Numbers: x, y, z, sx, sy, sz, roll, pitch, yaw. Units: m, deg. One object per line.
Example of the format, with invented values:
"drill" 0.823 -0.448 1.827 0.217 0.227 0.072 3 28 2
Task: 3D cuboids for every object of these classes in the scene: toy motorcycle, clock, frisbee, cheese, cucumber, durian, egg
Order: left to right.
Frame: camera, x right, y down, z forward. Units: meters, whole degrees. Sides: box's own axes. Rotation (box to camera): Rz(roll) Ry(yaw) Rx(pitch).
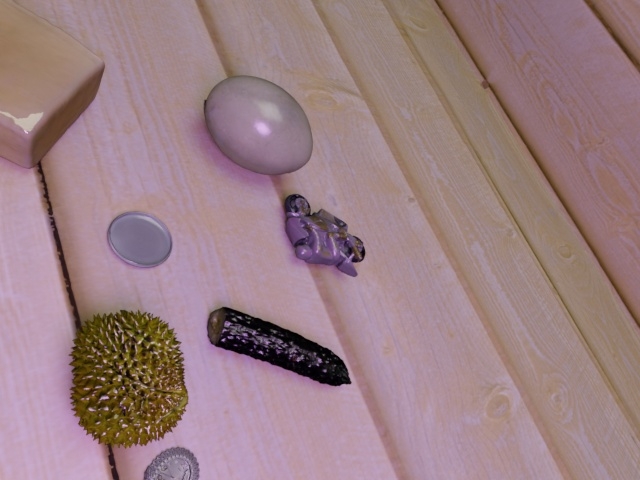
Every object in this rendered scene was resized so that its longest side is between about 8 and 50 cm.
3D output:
"cheese" -0.525 -0.277 0.766 0.265 0.124 0.243 31 49 -19
"durian" -0.258 0.175 0.638 0.146 0.159 0.198 -18 69 -34
"frisbee" -0.309 -0.002 0.828 0.110 0.014 0.110 22 48 -26
"clock" -0.206 0.332 0.676 0.074 0.010 0.083 48 41 -1
"egg" -0.128 -0.241 1.027 0.253 0.186 0.187 30 45 -17
"cucumber" -0.060 0.197 0.860 0.300 0.072 0.072 27 46 -26
"toy motorcycle" 0.000 0.000 1.049 0.225 0.073 0.152 37 45 -11
